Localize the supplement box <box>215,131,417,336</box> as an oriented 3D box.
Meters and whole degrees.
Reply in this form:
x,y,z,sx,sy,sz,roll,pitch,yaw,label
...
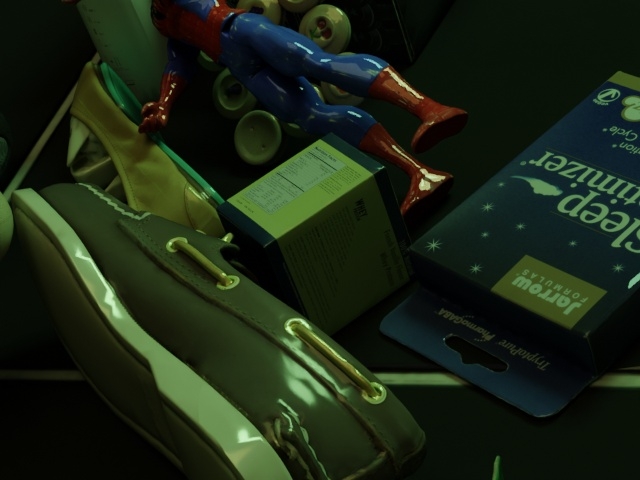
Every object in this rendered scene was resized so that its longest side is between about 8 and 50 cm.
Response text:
x,y,z,sx,sy,sz,roll,pitch,yaw,label
0.000,0.000,0.846,0.083,0.083,0.056,-34,40,-16,supplement box

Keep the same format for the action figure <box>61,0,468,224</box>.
x,y,z,sx,sy,sz,roll,pitch,yaw,label
-0.062,-0.101,0.915,0.280,0.091,0.139,38,50,27,action figure

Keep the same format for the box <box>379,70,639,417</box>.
x,y,z,sx,sy,sz,roll,pitch,yaw,label
0.148,-0.006,0.824,0.225,0.036,0.136,-40,41,-21,box

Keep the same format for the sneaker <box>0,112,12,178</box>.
x,y,z,sx,sy,sz,roll,pitch,yaw,label
-0.335,-0.032,1.049,0.229,0.086,0.132,-43,40,-24,sneaker

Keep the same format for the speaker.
x,y,z,sx,sy,sz,roll,pitch,yaw,label
-0.145,-0.165,1.075,0.055,0.136,0.055,-14,38,11,speaker

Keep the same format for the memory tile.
x,y,z,sx,sy,sz,roll,pitch,yaw,label
-0.034,-0.133,0.986,0.113,0.012,0.148,-31,76,26,memory tile

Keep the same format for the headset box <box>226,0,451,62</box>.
x,y,z,sx,sy,sz,roll,pitch,yaw,label
-0.005,-0.258,1.127,0.283,0.131,0.246,7,46,31,headset box

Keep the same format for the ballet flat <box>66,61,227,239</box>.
x,y,z,sx,sy,sz,roll,pitch,yaw,label
-0.130,-0.049,0.978,0.073,0.080,0.232,-39,38,-3,ballet flat

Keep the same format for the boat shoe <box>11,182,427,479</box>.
x,y,z,sx,sy,sz,roll,pitch,yaw,label
-0.069,0.049,0.800,0.097,0.116,0.324,-27,38,-21,boat shoe

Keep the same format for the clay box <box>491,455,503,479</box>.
x,y,z,sx,sy,sz,roll,pitch,yaw,label
0.092,0.182,0.466,0.053,0.222,0.127,-6,41,19,clay box

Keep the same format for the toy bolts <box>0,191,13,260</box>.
x,y,z,sx,sy,sz,roll,pitch,yaw,label
-0.270,0.001,0.905,0.159,0.218,0.228,-3,39,-14,toy bolts
